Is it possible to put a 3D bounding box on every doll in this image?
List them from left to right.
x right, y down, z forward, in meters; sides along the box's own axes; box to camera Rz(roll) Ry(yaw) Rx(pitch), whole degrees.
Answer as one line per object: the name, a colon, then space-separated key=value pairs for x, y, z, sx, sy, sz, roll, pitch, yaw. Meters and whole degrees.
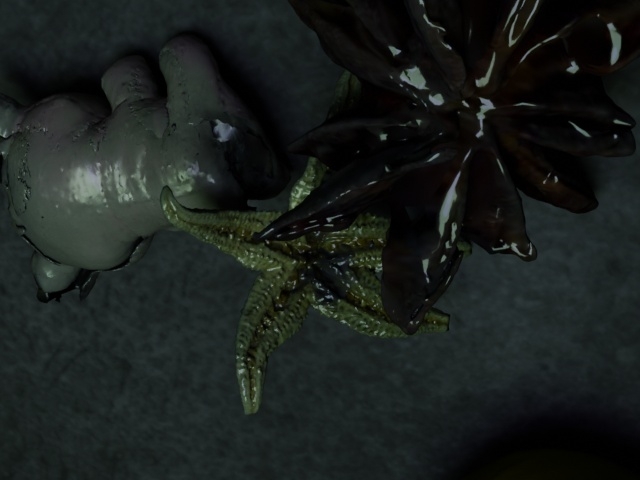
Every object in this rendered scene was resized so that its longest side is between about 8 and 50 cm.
doll: x=-0.118 y=-0.039 z=1.033 sx=0.192 sy=0.095 sz=0.149 roll=-14 pitch=123 yaw=21

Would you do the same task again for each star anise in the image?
star anise: x=0.081 y=-0.084 z=0.922 sx=0.212 sy=0.129 sz=0.283 roll=11 pitch=120 yaw=-8

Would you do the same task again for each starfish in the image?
starfish: x=-0.001 y=-0.001 z=1.000 sx=0.223 sy=0.050 sz=0.217 roll=17 pitch=93 yaw=-37

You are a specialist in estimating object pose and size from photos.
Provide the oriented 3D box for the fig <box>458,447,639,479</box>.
fig: x=0.167 y=0.249 z=1.100 sx=0.230 sy=0.207 sz=0.207 roll=38 pitch=126 yaw=-13
